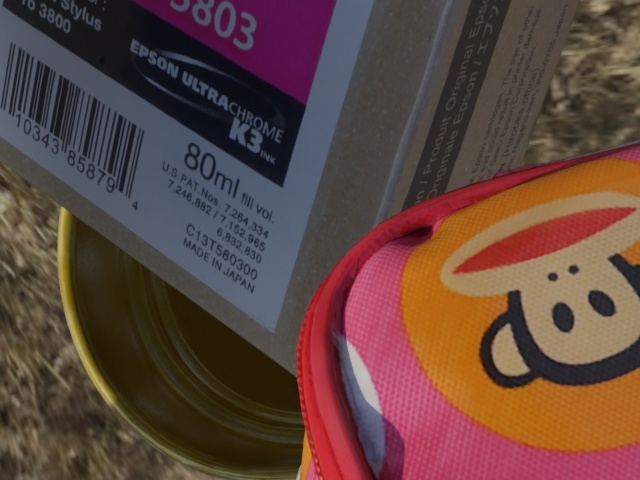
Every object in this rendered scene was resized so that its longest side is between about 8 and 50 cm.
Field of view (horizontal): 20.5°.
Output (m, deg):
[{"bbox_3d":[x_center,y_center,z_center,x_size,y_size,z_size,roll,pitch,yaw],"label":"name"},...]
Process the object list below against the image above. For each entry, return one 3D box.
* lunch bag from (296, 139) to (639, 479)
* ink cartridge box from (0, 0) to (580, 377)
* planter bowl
[{"bbox_3d":[0.155,0.088,0.347,0.293,0.120,0.258,-16,59,-12],"label":"lunch bag"},{"bbox_3d":[-0.032,-0.090,0.635,0.088,0.234,0.193,-20,134,-47],"label":"ink cartridge box"},{"bbox_3d":[0.000,0.000,0.778,0.217,0.090,0.217,-5,78,25],"label":"planter bowl"}]
